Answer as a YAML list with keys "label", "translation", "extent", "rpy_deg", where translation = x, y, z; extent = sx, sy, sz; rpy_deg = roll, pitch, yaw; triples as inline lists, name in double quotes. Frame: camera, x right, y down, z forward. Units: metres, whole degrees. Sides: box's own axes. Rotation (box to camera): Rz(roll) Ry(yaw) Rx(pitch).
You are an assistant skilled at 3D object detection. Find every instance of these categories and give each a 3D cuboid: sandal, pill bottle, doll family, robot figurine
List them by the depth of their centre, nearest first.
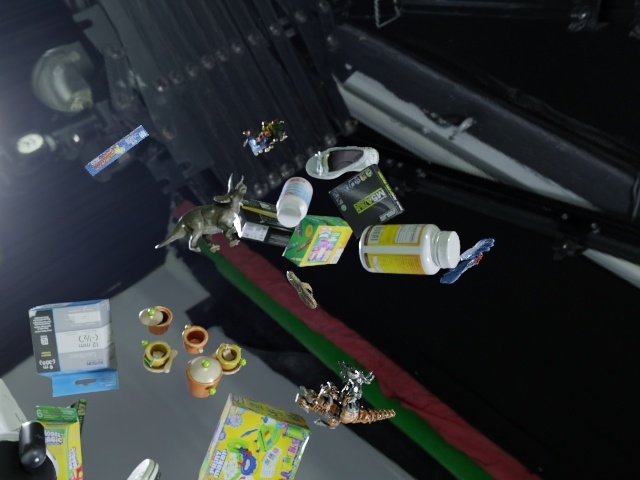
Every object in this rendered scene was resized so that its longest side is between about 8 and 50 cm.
- label: "robot figurine"
  translation: [-0.507, 0.416, 0.803]
  extent: [0.278, 0.209, 0.173]
  rpy_deg: [22, -49, 62]
- label: "pill bottle"
  translation: [0.209, 0.020, 1.216]
  extent: [0.215, 0.117, 0.117]
  rpy_deg: [1, -54, 33]
- label: "pill bottle"
  translation: [-0.076, -0.109, 1.486]
  extent: [0.087, 0.160, 0.087]
  rpy_deg: [4, -55, 6]
- label: "sandal"
  translation: [-0.066, 0.190, 2.070]
  extent: [0.180, 0.049, 0.072]
  rpy_deg: [53, -28, 11]
- label: "doll family"
  translation: [-0.235, -0.441, 2.163]
  extent: [0.076, 0.193, 0.111]
  rpy_deg: [22, -32, 47]

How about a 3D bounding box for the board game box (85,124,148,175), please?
- label: "board game box"
  translation: [-0.612, -0.275, 1.567]
  extent: [0.035, 0.201, 0.136]
  rpy_deg: [54, -8, -21]

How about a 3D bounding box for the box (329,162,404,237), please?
- label: "box"
  translation: [0.149, -0.128, 1.703]
  extent: [0.191, 0.045, 0.184]
  rpy_deg: [-31, -92, 34]

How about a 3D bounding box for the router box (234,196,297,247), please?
- label: "router box"
  translation: [-0.204, -0.072, 2.157]
  extent: [0.080, 0.309, 0.243]
  rpy_deg: [-65, -150, 22]

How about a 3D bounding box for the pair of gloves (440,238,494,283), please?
- label: "pair of gloves"
  translation: [0.447, 0.065, 1.580]
  extent: [0.023, 0.198, 0.159]
  rpy_deg: [48, -43, -2]

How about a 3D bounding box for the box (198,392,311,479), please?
- label: "box"
  translation: [-0.222, 0.705, 1.725]
  extent: [0.280, 0.289, 0.177]
  rpy_deg: [22, -6, -9]

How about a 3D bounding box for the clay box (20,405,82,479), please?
- label: "clay box"
  translation: [-0.618, 0.499, 1.193]
  extent: [0.128, 0.053, 0.221]
  rpy_deg: [-4, -88, 17]

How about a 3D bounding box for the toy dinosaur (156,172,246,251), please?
- label: "toy dinosaur"
  translation: [-0.336, -0.052, 1.548]
  extent: [0.160, 0.314, 0.121]
  rpy_deg: [63, -1, 27]

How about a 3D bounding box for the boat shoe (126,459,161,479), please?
- label: "boat shoe"
  translation: [-0.551, 0.879, 1.489]
  extent: [0.156, 0.499, 0.187]
  rpy_deg: [21, -5, -17]

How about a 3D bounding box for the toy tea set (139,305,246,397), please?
- label: "toy tea set"
  translation: [-0.381, 0.296, 1.464]
  extent: [0.336, 0.200, 0.124]
  rpy_deg: [26, -49, 7]

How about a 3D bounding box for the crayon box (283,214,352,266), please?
- label: "crayon box"
  translation: [0.000, 0.000, 1.886]
  extent: [0.081, 0.279, 0.165]
  rpy_deg: [33, -74, 26]

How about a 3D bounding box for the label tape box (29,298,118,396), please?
- label: "label tape box"
  translation: [-0.895, 0.401, 1.894]
  extent: [0.115, 0.250, 0.347]
  rpy_deg: [-159, -116, -87]

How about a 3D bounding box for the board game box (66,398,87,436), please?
- label: "board game box"
  translation: [-0.782, 0.639, 1.603]
  extent: [0.030, 0.259, 0.136]
  rpy_deg: [22, -44, -35]

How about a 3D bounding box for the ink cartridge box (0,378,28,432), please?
- label: "ink cartridge box"
  translation: [-1.147, 0.616, 1.697]
  extent: [0.201, 0.278, 0.117]
  rpy_deg: [54, 0, 6]

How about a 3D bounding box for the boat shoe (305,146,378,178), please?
- label: "boat shoe"
  translation: [0.066, -0.308, 2.002]
  extent: [0.321, 0.103, 0.118]
  rpy_deg: [0, -96, 37]

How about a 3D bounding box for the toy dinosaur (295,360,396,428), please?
- label: "toy dinosaur"
  translation: [0.087, 0.540, 1.767]
  extent: [0.322, 0.218, 0.164]
  rpy_deg: [18, -5, -23]
